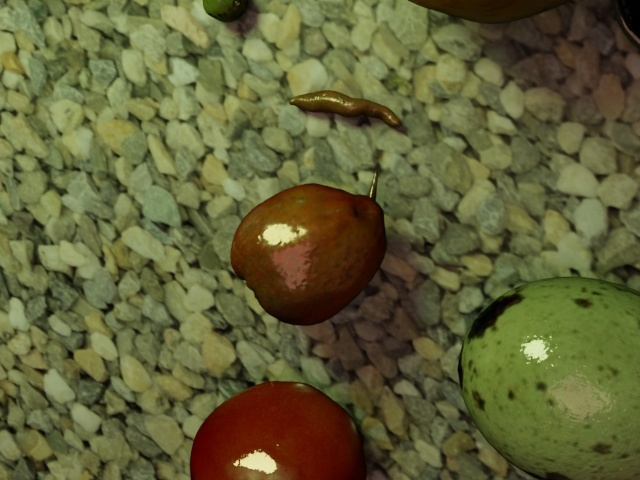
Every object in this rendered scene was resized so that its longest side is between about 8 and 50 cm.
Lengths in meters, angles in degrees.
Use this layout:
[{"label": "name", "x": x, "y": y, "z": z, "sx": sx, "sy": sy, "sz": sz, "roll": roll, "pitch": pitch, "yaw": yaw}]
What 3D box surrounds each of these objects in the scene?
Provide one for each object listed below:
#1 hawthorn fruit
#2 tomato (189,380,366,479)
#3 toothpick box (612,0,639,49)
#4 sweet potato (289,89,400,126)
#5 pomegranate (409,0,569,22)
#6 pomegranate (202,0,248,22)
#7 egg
[{"label": "hawthorn fruit", "x": 0.000, "y": 0.000, "z": 1.145, "sx": 0.262, "sy": 0.210, "sz": 0.211, "roll": -38, "pitch": 89, "yaw": 6}, {"label": "tomato", "x": -0.071, "y": 0.380, "z": 1.211, "sx": 0.298, "sy": 0.226, "sz": 0.299, "roll": 2, "pitch": 101, "yaw": 11}, {"label": "toothpick box", "x": 0.481, "y": -0.324, "z": 0.894, "sx": 0.228, "sy": 0.316, "sz": 0.229, "roll": 2, "pitch": 100, "yaw": 13}, {"label": "sweet potato", "x": 0.037, "y": -0.207, "z": 1.174, "sx": 0.179, "sy": 0.044, "sz": 0.044, "roll": 11, "pitch": 102, "yaw": 13}, {"label": "pomegranate", "x": 0.231, "y": -0.428, "z": 0.895, "sx": 0.409, "sy": 0.410, "sz": 0.411, "roll": 3, "pitch": 100, "yaw": 14}, {"label": "pomegranate", "x": -0.148, "y": -0.377, "z": 1.184, "sx": 0.073, "sy": 0.085, "sz": 0.073, "roll": -4, "pitch": 122, "yaw": -6}, {"label": "egg", "x": 0.376, "y": 0.198, "z": 1.033, "sx": 0.378, "sy": 0.287, "sz": 0.288, "roll": 10, "pitch": 103, "yaw": -1}]
